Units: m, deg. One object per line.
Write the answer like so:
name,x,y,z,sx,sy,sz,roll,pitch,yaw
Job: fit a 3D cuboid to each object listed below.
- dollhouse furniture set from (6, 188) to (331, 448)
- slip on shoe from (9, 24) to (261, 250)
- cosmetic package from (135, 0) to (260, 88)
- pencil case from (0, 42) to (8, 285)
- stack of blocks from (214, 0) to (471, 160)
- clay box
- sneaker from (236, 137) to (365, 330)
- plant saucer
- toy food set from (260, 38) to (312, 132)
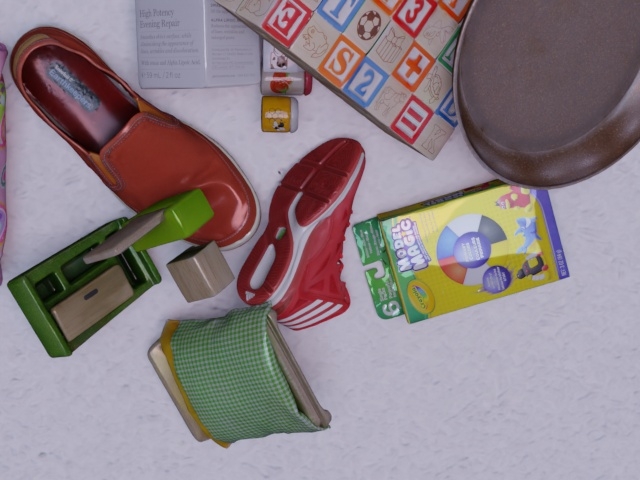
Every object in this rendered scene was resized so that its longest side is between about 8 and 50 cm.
dollhouse furniture set,-0.156,0.122,1.251,0.198,0.151,0.301,-14,109,46
slip on shoe,-0.202,-0.104,1.273,0.331,0.101,0.123,42,95,-11
cosmetic package,-0.130,-0.274,1.220,0.085,0.117,0.231,-12,103,-46
pencil case,-0.396,-0.084,1.257,0.124,0.124,0.284,5,102,-4
stack of blocks,0.056,-0.226,1.180,0.297,0.087,0.171,31,94,-46
clay box,0.158,0.011,1.338,0.222,0.053,0.127,-17,101,0
sneaker,0.000,0.000,1.329,0.221,0.087,0.128,-56,137,-10
plant saucer,0.261,-0.204,1.240,0.311,0.050,0.310,-14,122,-24
toy food set,-0.010,-0.232,1.252,0.105,0.111,0.232,0,108,-5
